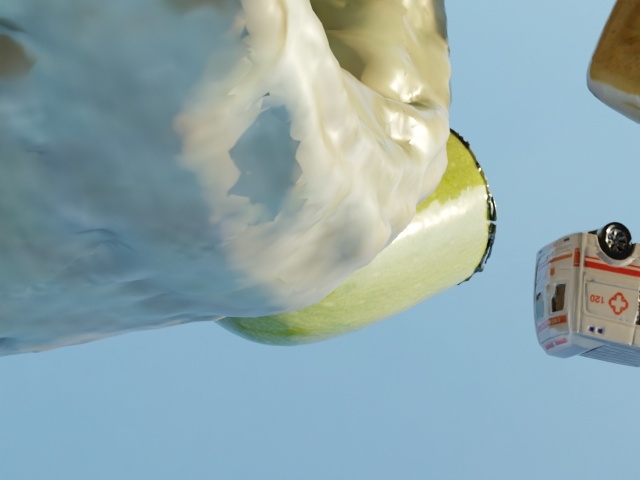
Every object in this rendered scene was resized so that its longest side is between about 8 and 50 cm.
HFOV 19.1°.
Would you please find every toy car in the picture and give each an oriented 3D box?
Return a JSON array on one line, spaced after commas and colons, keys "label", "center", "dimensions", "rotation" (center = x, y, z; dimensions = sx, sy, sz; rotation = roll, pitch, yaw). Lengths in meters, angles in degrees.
[{"label": "toy car", "center": [0.285, 0.057, 1.624], "dimensions": [0.209, 0.089, 0.108], "rotation": [11, -110, -20]}]

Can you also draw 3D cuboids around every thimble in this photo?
[{"label": "thimble", "center": [-0.078, -0.120, 0.483], "dimensions": [0.195, 0.292, 0.291], "rotation": [-5, -147, 12]}]

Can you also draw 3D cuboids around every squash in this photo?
[{"label": "squash", "center": [0.000, 0.000, 1.280], "dimensions": [0.132, 0.133, 0.247], "rotation": [18, -156, 36]}]

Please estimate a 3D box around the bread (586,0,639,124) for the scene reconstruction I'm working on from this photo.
[{"label": "bread", "center": [0.178, -0.108, 0.659], "dimensions": [0.116, 0.077, 0.200], "rotation": [11, -118, 40]}]
